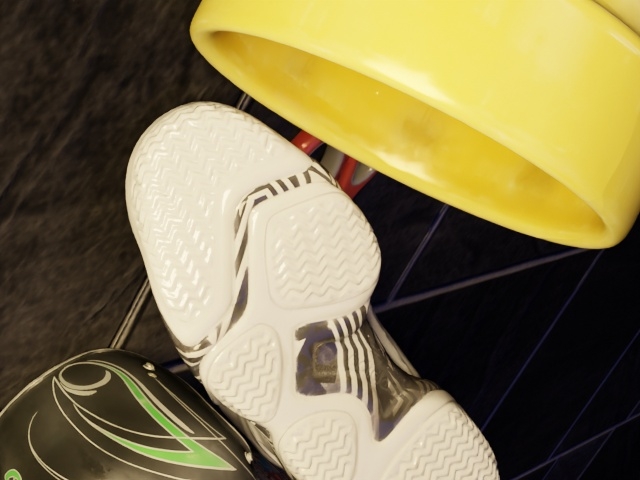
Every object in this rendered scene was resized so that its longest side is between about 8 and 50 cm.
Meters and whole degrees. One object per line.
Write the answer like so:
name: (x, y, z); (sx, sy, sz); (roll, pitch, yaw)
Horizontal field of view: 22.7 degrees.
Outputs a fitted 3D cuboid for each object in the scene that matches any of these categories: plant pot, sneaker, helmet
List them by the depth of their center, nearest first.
plant pot: (0.094, -0.155, 0.844); (0.239, 0.254, 0.254); (-64, 158, -5)
helmet: (-0.125, 0.168, 1.033); (0.169, 0.161, 0.169); (-39, 155, -22)
sneaker: (-0.033, 0.053, 1.045); (0.137, 0.210, 0.366); (-40, 119, -11)

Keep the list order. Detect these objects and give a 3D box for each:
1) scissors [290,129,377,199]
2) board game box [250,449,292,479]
scissors: (0.000, 0.000, 1.174); (0.109, 0.021, 0.297); (-33, 152, -32)
board game box: (-0.085, 0.253, 1.371); (0.194, 0.060, 0.194); (-43, 155, -10)
